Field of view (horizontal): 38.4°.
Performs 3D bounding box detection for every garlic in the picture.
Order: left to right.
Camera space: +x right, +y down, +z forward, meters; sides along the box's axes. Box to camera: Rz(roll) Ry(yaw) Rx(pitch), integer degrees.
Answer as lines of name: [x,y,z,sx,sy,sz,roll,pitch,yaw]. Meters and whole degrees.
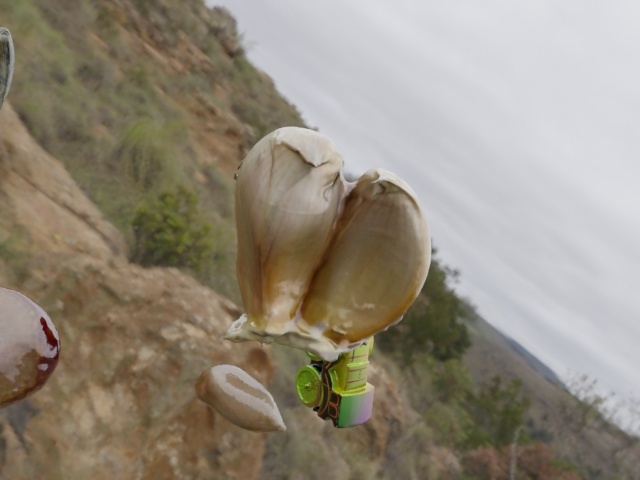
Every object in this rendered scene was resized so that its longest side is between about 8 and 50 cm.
garlic: [0.000,0.000,1.257,0.286,0.312,0.249,18,19,17]

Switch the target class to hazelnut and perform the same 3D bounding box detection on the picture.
hazelnut: [-0.352,0.115,0.964,0.154,0.143,0.143,1,17,-22]

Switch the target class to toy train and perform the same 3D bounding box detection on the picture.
toy train: [0.037,0.199,1.727,0.101,0.296,0.161,-7,19,-39]

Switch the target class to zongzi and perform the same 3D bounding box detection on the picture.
zongzi: [-0.372,-0.193,1.052,0.040,0.083,0.076,5,-30,-18]

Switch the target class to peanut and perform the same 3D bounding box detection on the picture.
peanut: [-0.113,0.235,1.337,0.152,0.076,0.076,29,-2,13]
